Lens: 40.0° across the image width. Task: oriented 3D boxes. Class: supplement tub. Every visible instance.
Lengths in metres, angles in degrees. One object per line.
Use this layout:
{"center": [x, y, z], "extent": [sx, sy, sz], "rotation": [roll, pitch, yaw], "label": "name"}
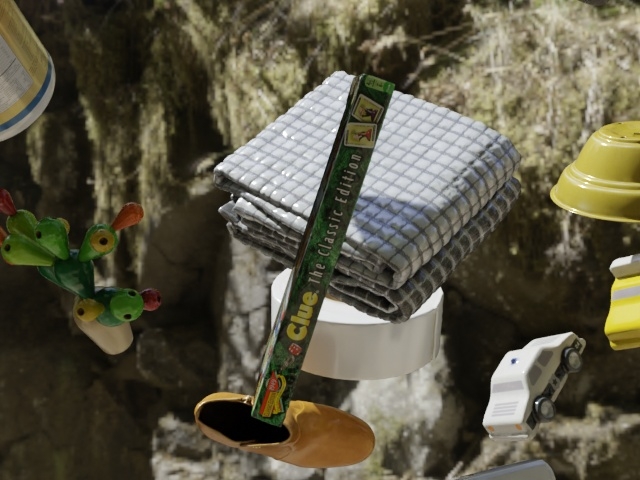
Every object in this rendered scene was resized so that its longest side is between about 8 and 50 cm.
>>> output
{"center": [-0.370, -0.205, 0.881], "extent": [0.144, 0.144, 0.200], "rotation": [-4, -29, 9], "label": "supplement tub"}

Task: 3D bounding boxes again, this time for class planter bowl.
{"center": [0.408, -0.100, 1.135], "extent": [0.217, 0.090, 0.217], "rotation": [-5, 21, 2], "label": "planter bowl"}

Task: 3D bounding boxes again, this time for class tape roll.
{"center": [0.060, 0.121, 1.454], "extent": [0.286, 0.100, 0.286], "rotation": [1, 19, 0], "label": "tape roll"}

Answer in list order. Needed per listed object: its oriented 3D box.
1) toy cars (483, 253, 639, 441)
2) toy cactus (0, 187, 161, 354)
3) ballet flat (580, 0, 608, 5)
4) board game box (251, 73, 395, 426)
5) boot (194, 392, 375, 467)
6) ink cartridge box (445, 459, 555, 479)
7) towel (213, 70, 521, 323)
{"center": [0.366, 0.122, 1.218], "extent": [0.393, 0.087, 0.176], "rotation": [-39, 12, 7], "label": "toy cars"}
{"center": [-0.225, 0.035, 0.850], "extent": [0.219, 0.112, 0.180], "rotation": [19, -36, 31], "label": "toy cactus"}
{"center": [0.227, -0.283, 0.707], "extent": [0.084, 0.058, 0.250], "rotation": [29, -11, 24], "label": "ballet flat"}
{"center": [0.000, 0.000, 0.682], "extent": [0.030, 0.260, 0.136], "rotation": [18, 9, -1], "label": "board game box"}
{"center": [-0.046, 0.292, 1.326], "extent": [0.295, 0.104, 0.211], "rotation": [12, -10, -5], "label": "boot"}
{"center": [0.136, 0.339, 0.908], "extent": [0.237, 0.172, 0.100], "rotation": [-13, -13, -6], "label": "ink cartridge box"}
{"center": [0.049, -0.052, 0.990], "extent": [0.283, 0.235, 0.121], "rotation": [26, -34, 34], "label": "towel"}
